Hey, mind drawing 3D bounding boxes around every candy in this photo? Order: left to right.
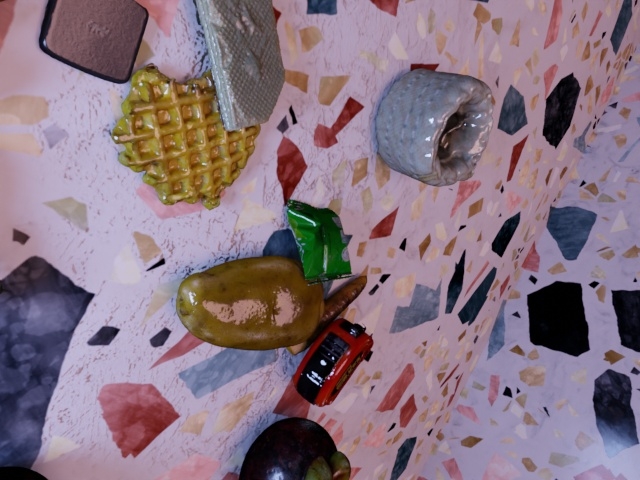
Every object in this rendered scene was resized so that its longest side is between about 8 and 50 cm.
[{"bbox_3d":[0.000,-0.001,0.997,0.141,0.203,0.078,-8,160,-29],"label":"candy"}]

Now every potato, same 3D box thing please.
[{"bbox_3d":[-0.131,0.135,0.944,0.369,0.176,0.195,6,131,-43],"label":"potato"}]

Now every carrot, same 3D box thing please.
[{"bbox_3d":[0.028,0.192,1.198,0.314,0.066,0.066,-37,132,-28],"label":"carrot"}]

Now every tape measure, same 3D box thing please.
[{"bbox_3d":[0.036,0.320,1.189,0.253,0.114,0.260,-53,159,-11],"label":"tape measure"}]

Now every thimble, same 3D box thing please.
[{"bbox_3d":[0.295,-0.284,1.137,0.291,0.195,0.291,-26,131,-34],"label":"thimble"}]

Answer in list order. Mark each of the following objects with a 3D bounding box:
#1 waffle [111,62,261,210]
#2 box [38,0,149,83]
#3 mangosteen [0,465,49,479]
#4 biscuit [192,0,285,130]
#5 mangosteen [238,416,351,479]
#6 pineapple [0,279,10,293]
[{"bbox_3d":[-0.219,-0.193,0.767,0.291,0.051,0.291,-24,127,-37],"label":"waffle"},{"bbox_3d":[-0.322,-0.302,0.630,0.126,0.027,0.125,12,103,-49],"label":"box"},{"bbox_3d":[-0.514,0.485,0.696,0.228,0.228,0.265,-42,165,-23],"label":"mangosteen"},{"bbox_3d":[-0.127,-0.325,0.750,0.150,0.052,0.252,-30,119,-46],"label":"biscuit"},{"bbox_3d":[-0.064,0.636,1.159,0.300,0.300,0.300,-22,124,-37],"label":"mangosteen"},{"bbox_3d":[-0.489,-0.007,0.534,0.128,0.128,0.248,-33,134,-30],"label":"pineapple"}]
